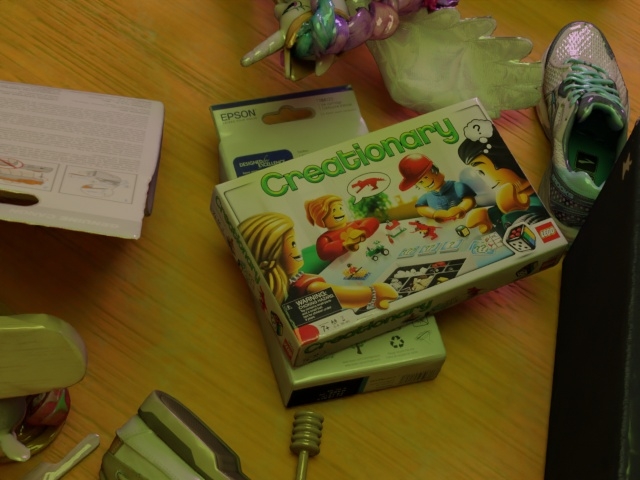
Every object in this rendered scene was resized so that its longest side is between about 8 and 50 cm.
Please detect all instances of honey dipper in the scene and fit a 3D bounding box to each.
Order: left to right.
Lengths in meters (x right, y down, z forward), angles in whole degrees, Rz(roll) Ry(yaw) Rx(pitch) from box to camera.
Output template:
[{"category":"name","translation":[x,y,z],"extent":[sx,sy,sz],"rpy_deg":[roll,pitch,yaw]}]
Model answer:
[{"category":"honey dipper","translation":[-0.019,0.241,1.657],"extent":[0.030,0.030,0.160],"rpy_deg":[9,61,-4]}]

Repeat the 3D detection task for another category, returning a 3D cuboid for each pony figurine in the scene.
[{"category":"pony figurine","translation":[0.063,-0.285,1.847],"extent":[0.351,0.302,0.363],"rpy_deg":[-8,38,-10]}]

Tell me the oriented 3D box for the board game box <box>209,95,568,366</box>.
[{"category":"board game box","translation":[0.068,-0.014,1.733],"extent":[0.305,0.053,0.193],"rpy_deg":[-20,65,-20]}]

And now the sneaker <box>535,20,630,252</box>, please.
[{"category":"sneaker","translation":[0.295,-0.131,1.869],"extent":[0.110,0.122,0.283],"rpy_deg":[6,59,-5]}]

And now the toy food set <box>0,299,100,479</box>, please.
[{"category":"toy food set","translation":[-0.304,0.135,1.648],"extent":[0.128,0.071,0.218],"rpy_deg":[-32,69,-24]}]

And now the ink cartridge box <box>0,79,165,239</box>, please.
[{"category":"ink cartridge box","translation":[-0.310,-0.059,1.630],"extent":[0.308,0.091,0.385],"rpy_deg":[8,22,-5]}]

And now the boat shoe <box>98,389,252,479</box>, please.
[{"category":"boat shoe","translation":[-0.081,0.273,1.586],"extent":[0.103,0.113,0.302],"rpy_deg":[-49,63,3]}]

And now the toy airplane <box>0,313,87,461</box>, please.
[{"category":"toy airplane","translation":[-0.452,0.137,1.506],"extent":[0.386,0.272,0.384],"rpy_deg":[35,95,-2]}]

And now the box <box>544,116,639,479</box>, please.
[{"category":"box","translation":[0.467,0.192,1.606],"extent":[0.472,0.297,0.479],"rpy_deg":[12,59,-3]}]

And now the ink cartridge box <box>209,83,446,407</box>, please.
[{"category":"ink cartridge box","translation":[0.000,0.000,1.780],"extent":[0.165,0.065,0.332],"rpy_deg":[-9,63,-15]}]
